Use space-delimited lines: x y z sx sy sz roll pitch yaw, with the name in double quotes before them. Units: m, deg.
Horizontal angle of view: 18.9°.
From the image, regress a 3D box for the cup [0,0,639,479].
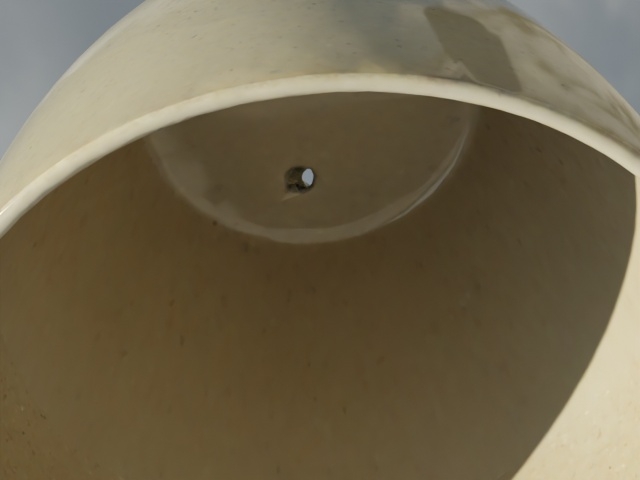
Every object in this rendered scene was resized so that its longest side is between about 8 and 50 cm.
"cup" 0.000 0.000 0.848 0.237 0.331 0.331 -97 -6 -51
